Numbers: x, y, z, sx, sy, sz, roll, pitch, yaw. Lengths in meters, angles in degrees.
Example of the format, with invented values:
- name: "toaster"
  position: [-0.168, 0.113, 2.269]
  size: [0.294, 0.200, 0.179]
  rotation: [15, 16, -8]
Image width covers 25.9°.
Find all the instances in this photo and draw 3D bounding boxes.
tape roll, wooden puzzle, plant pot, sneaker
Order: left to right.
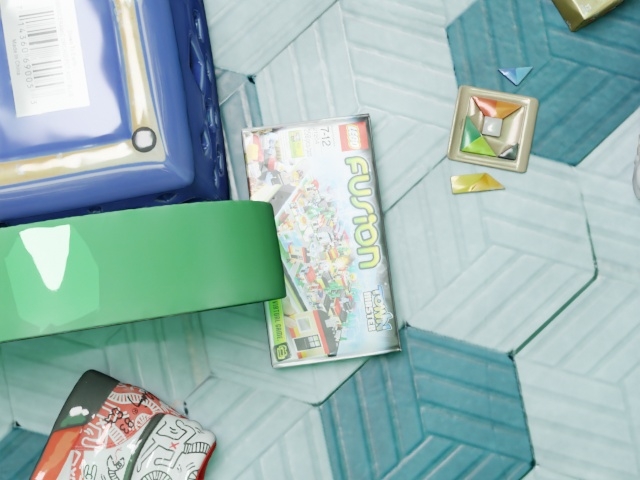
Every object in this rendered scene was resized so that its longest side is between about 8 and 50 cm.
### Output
- name: "plant pot"
  position: [-0.206, -0.122, 1.116]
  size: [0.235, 0.212, 0.236]
  rotation: [-9, 88, 0]
- name: "tape roll"
  position: [-0.188, 0.032, 1.054]
  size: [0.321, 0.321, 0.077]
  rotation: [-8, 87, -1]
- name: "sneaker"
  position: [-0.186, 0.256, 1.159]
  size: [0.145, 0.090, 0.270]
  rotation: [24, 85, 3]
- name: "wooden puzzle"
  position: [0.151, -0.097, 1.217]
  size: [0.078, 0.014, 0.116]
  rotation: [4, 87, -1]

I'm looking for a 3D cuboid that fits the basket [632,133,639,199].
- name: "basket"
  position: [0.431, -0.170, 1.073]
  size: [0.331, 0.328, 0.267]
  rotation: [1, 83, 0]

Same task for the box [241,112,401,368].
- name: "box"
  position: [0.000, 0.000, 1.200]
  size: [0.114, 0.036, 0.207]
  rotation: [-8, 87, -1]

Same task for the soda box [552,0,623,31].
- name: "soda box"
  position: [0.200, -0.275, 1.204]
  size: [0.061, 0.058, 0.181]
  rotation: [-32, 87, -2]
